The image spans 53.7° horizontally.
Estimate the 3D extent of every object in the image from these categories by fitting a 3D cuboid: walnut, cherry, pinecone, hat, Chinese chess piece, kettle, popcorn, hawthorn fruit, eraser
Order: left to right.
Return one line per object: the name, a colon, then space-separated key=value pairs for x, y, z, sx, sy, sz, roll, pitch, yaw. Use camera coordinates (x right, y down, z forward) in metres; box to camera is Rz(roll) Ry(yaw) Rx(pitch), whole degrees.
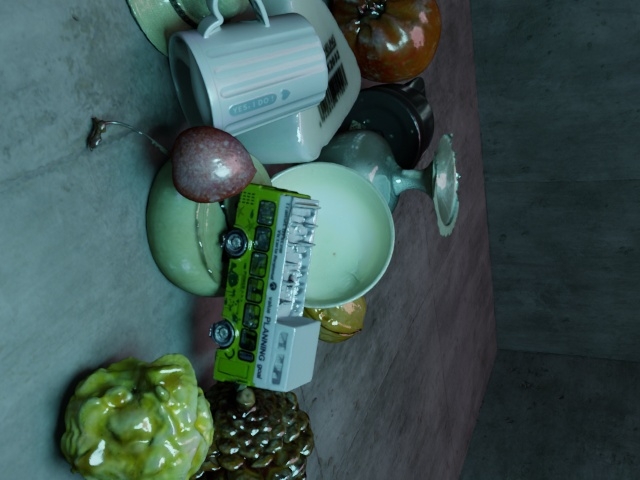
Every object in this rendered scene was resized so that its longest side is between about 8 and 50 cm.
popcorn: x=-0.229 y=0.235 z=0.820 sx=0.187 sy=0.185 sz=0.167 roll=57 pitch=23 yaw=-36
cherry: x=-0.199 y=-0.107 z=0.864 sx=0.090 sy=0.225 sz=0.107 roll=-127 pitch=-137 yaw=-76
hat: x=-0.172 y=-0.405 z=0.960 sx=0.257 sy=0.130 sz=0.257 roll=2 pitch=90 yaw=-65
Chinese chess piece: x=-0.167 y=-0.033 z=1.022 sx=0.250 sy=0.101 sz=0.250 roll=-8 pitch=99 yaw=-63
pinecone: x=-0.119 y=0.333 z=1.010 sx=0.224 sy=0.224 sz=0.272 roll=-58 pitch=155 yaw=-46
eraser: x=-0.057 y=-0.282 z=1.183 sx=0.331 sy=0.150 sz=0.331 roll=-12 pitch=103 yaw=-62
walnut: x=0.015 y=0.135 z=1.331 sx=0.144 sy=0.180 sz=0.144 roll=-52 pitch=178 yaw=-3
hawthorn fruit: x=0.152 y=-0.505 z=1.471 sx=0.284 sy=0.284 sz=0.284 roll=-5 pitch=96 yaw=-64
kettle: x=0.166 y=-0.250 z=1.605 sx=0.324 sy=0.228 sz=0.321 roll=-43 pitch=156 yaw=-59

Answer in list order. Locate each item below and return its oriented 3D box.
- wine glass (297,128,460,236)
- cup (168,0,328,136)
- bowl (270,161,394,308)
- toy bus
wine glass: x=0.119 y=-0.122 z=1.351 sx=0.238 sy=0.323 sz=0.238 roll=-3 pitch=93 yaw=-62
cup: x=-0.101 y=-0.261 z=0.938 sx=0.202 sy=0.221 sz=0.167 roll=-22 pitch=76 yaw=-22
bowl: x=0.000 y=0.000 z=1.215 sx=0.145 sy=0.277 sz=0.277 roll=80 pitch=17 yaw=-77
toy bus: x=-0.073 y=0.071 z=0.951 sx=0.113 sy=0.139 sz=0.302 roll=-1 pitch=100 yaw=-65
